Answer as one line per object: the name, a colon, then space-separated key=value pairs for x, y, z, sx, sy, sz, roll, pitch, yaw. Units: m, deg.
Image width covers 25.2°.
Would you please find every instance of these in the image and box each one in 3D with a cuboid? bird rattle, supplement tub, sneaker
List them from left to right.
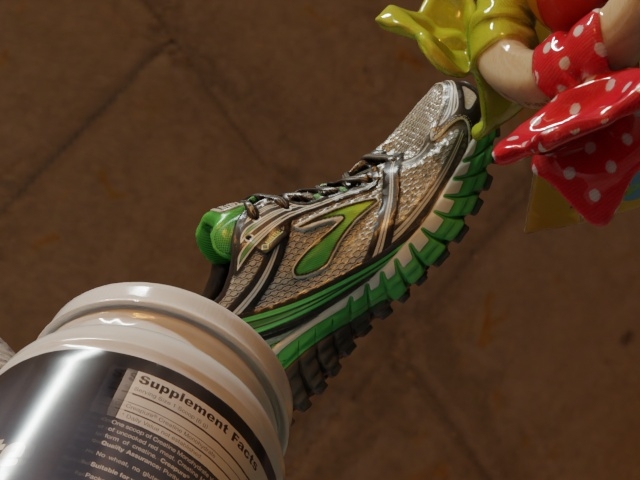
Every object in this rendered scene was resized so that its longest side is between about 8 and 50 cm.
supplement tub: x=-0.128 y=0.170 z=0.805 sx=0.191 sy=0.191 sz=0.272 roll=63 pitch=-152 yaw=-28
sneaker: x=0.000 y=0.000 z=1.057 sx=0.146 sy=0.134 sz=0.343 roll=45 pitch=-103 yaw=-7
bird rattle: x=0.152 y=-0.143 z=0.918 sx=0.143 sy=0.253 sz=0.207 roll=27 pitch=-84 yaw=-23

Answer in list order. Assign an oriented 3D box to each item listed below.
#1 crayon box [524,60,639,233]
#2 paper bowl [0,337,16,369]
crayon box: x=0.322 y=-0.133 z=1.275 sx=0.319 sy=0.081 sz=0.202 roll=-15 pitch=-39 yaw=-14
paper bowl: x=-0.320 y=0.208 z=1.102 sx=0.284 sy=0.148 sz=0.284 roll=-26 pitch=-45 yaw=-29
